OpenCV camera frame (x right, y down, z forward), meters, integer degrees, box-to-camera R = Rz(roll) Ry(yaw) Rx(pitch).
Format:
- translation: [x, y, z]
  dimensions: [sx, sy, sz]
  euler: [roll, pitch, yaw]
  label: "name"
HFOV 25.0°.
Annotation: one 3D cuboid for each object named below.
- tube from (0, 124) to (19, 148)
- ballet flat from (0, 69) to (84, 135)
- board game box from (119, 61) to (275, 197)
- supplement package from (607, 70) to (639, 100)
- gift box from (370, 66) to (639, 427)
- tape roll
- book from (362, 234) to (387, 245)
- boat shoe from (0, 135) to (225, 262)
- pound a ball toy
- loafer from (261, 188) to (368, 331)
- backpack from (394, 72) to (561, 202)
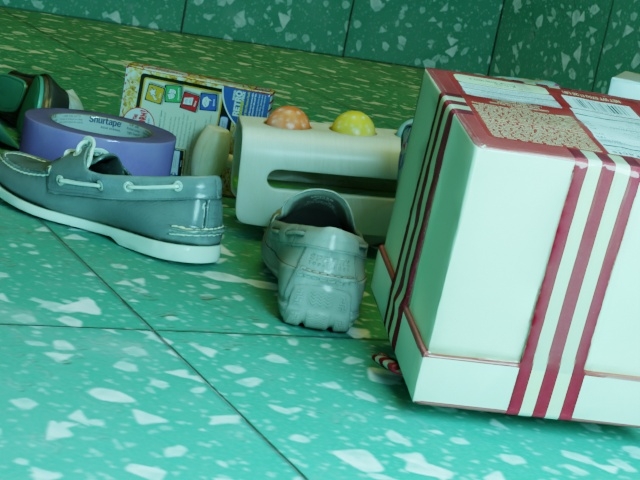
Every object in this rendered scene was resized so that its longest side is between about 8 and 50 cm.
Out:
- translation: [-0.479, -0.185, 1.891]
  dimensions: [0.207, 0.052, 0.080]
  euler: [42, -1, -33]
  label: "tube"
- translation: [-0.389, -0.189, 2.038]
  dimensions: [0.096, 0.095, 0.280]
  euler: [18, 8, -28]
  label: "ballet flat"
- translation: [-0.167, -0.143, 1.889]
  dimensions: [0.193, 0.147, 0.045]
  euler: [12, 13, 1]
  label: "board game box"
- translation: [0.423, -0.053, 1.740]
  dimensions: [0.198, 0.263, 0.199]
  euler: [15, 12, 14]
  label: "supplement package"
- translation: [0.191, 0.011, 1.257]
  dimensions: [0.255, 0.258, 0.276]
  euler: [10, 20, -6]
  label: "gift box"
- translation: [-0.276, -0.105, 1.780]
  dimensions: [0.188, 0.080, 0.189]
  euler: [11, 12, -2]
  label: "tape roll"
- translation: [0.026, -0.018, 1.786]
  dimensions: [0.096, 0.035, 0.144]
  euler: [15, 16, 25]
  label: "book"
- translation: [-0.233, -0.062, 1.580]
  dimensions: [0.319, 0.099, 0.116]
  euler: [19, 15, 31]
  label: "boat shoe"
- translation: [0.006, -0.101, 1.761]
  dimensions: [0.319, 0.136, 0.208]
  euler: [5, 15, -7]
  label: "pound a ball toy"
- translation: [0.000, 0.000, 1.482]
  dimensions: [0.112, 0.112, 0.319]
  euler: [9, 13, -9]
  label: "loafer"
- translation: [0.181, -0.053, 1.553]
  dimensions: [0.191, 0.254, 0.225]
  euler: [8, 14, -13]
  label: "backpack"
